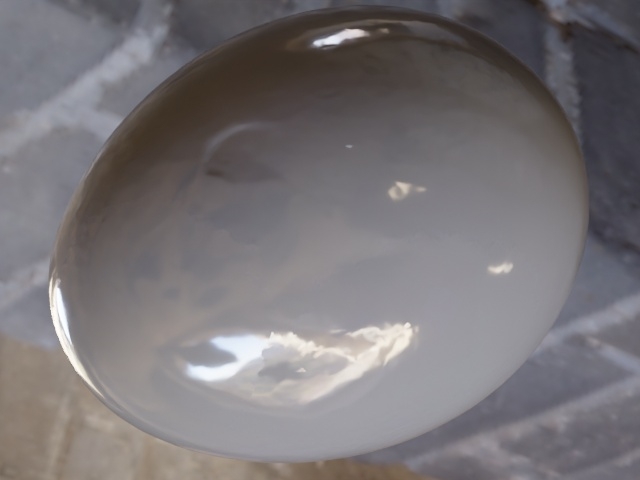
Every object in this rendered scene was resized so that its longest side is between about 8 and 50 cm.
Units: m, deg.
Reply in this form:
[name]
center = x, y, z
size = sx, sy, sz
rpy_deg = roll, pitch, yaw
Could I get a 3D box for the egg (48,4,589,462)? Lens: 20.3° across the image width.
[egg]
center = 0.000, 0.000, 0.710
size = 0.176, 0.232, 0.176
rpy_deg = 32, 136, 37
